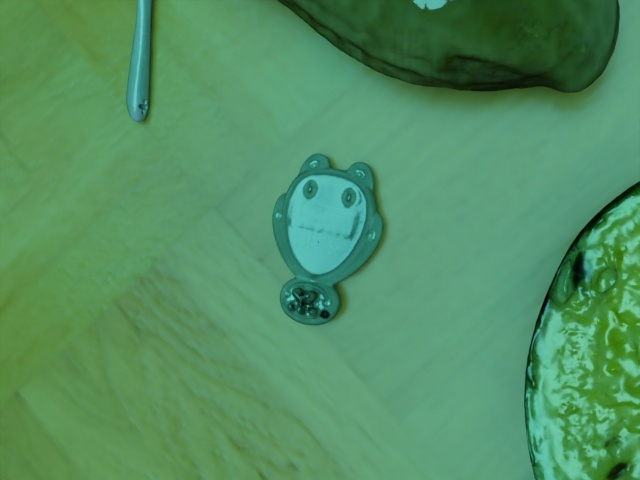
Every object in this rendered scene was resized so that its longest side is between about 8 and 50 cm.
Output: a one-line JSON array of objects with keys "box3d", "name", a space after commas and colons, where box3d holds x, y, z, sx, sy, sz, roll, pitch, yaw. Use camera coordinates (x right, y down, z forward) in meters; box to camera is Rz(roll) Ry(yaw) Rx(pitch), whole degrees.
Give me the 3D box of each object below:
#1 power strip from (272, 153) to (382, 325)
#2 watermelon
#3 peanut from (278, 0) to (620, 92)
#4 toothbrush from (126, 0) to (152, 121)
[{"box3d": [0.000, 0.000, 0.619, 0.055, 0.035, 0.083, 13, 90, 11], "name": "power strip"}, {"box3d": [0.192, 0.077, 0.532, 0.204, 0.127, 0.232, -19, 84, 10], "name": "watermelon"}, {"box3d": [0.030, -0.144, 0.578, 0.236, 0.120, 0.110, 29, 131, 5], "name": "peanut"}, {"box3d": [-0.092, -0.141, 0.648, 0.017, 0.014, 0.162, 4, 91, 30], "name": "toothbrush"}]
